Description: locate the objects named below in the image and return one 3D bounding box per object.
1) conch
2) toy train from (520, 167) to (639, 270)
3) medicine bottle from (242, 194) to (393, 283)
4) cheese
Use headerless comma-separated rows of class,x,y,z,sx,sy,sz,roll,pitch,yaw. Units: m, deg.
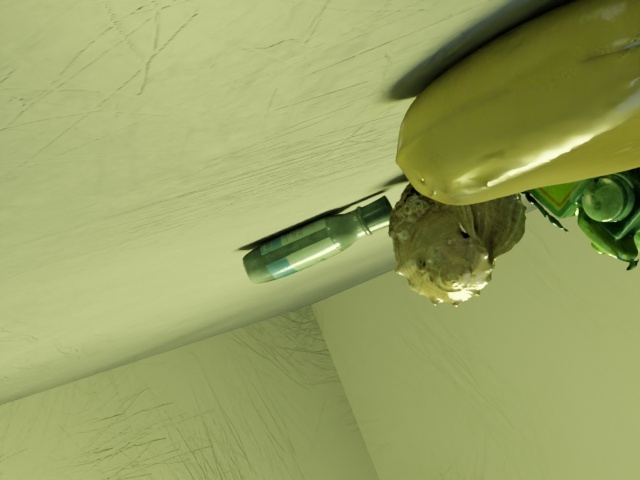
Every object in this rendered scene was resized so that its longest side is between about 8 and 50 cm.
conch,0.176,-0.028,1.445,0.178,0.163,0.245,-13,-152,11
toy train,0.376,-0.078,1.406,0.271,0.188,0.159,-9,140,-57
medicine bottle,0.000,0.000,1.500,0.208,0.054,0.090,-23,174,11
cheese,0.224,-0.116,0.840,0.259,0.128,0.316,-16,170,-34
